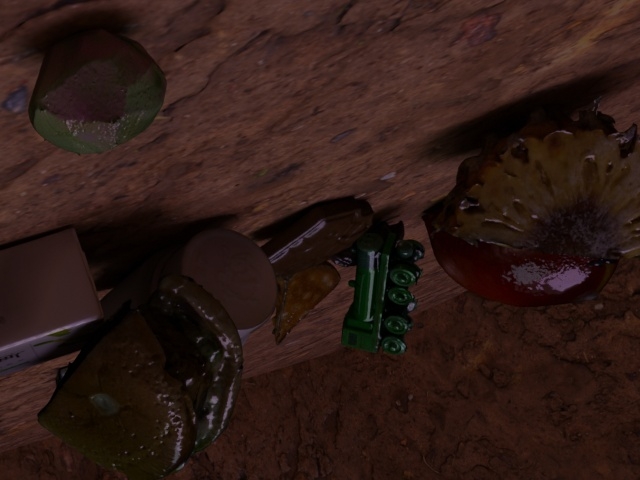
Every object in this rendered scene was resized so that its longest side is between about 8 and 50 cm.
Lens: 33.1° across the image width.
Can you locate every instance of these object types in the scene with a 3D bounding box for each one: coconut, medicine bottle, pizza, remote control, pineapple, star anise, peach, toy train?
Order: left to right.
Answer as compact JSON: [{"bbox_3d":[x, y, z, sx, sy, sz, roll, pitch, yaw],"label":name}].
[{"bbox_3d":[-0.496,0.275,2.170,0.065,0.029,0.166,-15,169,-21],"label":"remote control"},{"bbox_3d":[-0.142,-0.098,0.698,0.082,0.081,0.083,15,144,-4],"label":"coconut"},{"bbox_3d":[-0.184,0.097,1.405,0.170,0.170,0.293,-12,165,-38],"label":"medicine bottle"},{"bbox_3d":[-0.037,0.104,1.910,0.184,0.036,0.176,-11,132,-52],"label":"pizza"},{"bbox_3d":[0.097,0.083,1.800,0.148,0.228,0.218,-24,-177,-15],"label":"star anise"},{"bbox_3d":[0.099,0.087,1.742,0.119,0.085,0.251,12,133,11],"label":"toy train"},{"bbox_3d":[0.335,-0.029,1.798,0.338,0.281,0.281,15,-169,32],"label":"peach"},{"bbox_3d":[0.301,-0.104,1.424,0.344,0.209,0.286,6,-166,-9],"label":"pineapple"}]

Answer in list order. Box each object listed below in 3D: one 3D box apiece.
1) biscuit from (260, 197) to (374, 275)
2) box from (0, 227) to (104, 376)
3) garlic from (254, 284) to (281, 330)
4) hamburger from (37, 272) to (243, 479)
[{"bbox_3d":[0.001,0.002,1.559,0.182,0.034,0.215,-35,165,20],"label":"biscuit"},{"bbox_3d":[-0.372,0.091,1.176,0.260,0.111,0.194,-16,170,-12],"label":"box"},{"bbox_3d":[-0.142,0.118,1.917,0.198,0.091,0.128,-26,-174,-3],"label":"garlic"},{"bbox_3d":[-0.188,0.172,1.227,0.288,0.192,0.168,-46,-173,42],"label":"hamburger"}]
